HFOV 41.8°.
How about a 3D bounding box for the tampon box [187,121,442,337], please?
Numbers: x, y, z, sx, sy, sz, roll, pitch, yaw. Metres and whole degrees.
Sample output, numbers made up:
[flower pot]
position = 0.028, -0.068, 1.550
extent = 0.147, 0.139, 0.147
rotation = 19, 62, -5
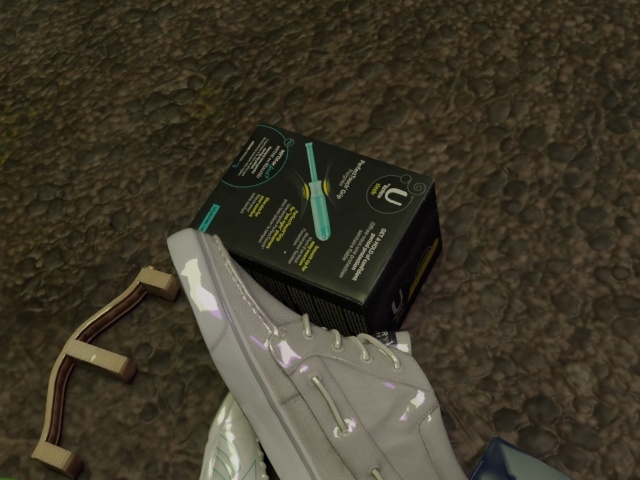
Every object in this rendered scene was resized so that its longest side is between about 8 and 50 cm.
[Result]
[tampon box]
position = 0.000, 0.000, 0.674
extent = 0.160, 0.101, 0.120
rotation = 21, 65, 24

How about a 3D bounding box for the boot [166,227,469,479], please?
[boot]
position = 0.002, 0.086, 0.578
extent = 0.123, 0.095, 0.258
rotation = -29, 90, -4

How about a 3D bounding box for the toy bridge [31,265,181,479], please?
[toy bridge]
position = -0.185, 0.100, 0.700
extent = 0.063, 0.026, 0.188
rotation = 13, 61, 23

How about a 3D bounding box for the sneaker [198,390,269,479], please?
[sneaker]
position = -0.061, 0.172, 0.613
extent = 0.061, 0.054, 0.152
rotation = 15, 63, 4

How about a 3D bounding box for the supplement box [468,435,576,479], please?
[supplement box]
position = 0.135, 0.181, 0.533
extent = 0.083, 0.083, 0.056
rotation = 27, 67, 27

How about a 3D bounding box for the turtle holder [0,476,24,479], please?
[turtle holder]
position = -0.177, 0.250, 0.478
extent = 0.243, 0.227, 0.320
rotation = 26, 66, 28
